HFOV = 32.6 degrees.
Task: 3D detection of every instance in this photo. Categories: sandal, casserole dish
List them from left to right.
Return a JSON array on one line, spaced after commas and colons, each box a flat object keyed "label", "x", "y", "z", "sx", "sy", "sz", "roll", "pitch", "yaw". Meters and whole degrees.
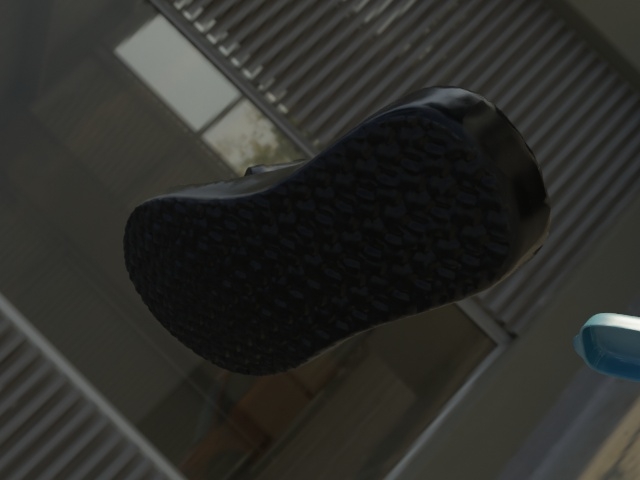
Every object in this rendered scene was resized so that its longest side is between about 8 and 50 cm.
[{"label": "sandal", "x": 0.002, "y": 0.002, "z": 0.813, "sx": 0.107, "sy": 0.168, "sz": 0.445, "roll": -33, "pitch": 11, "yaw": -39}, {"label": "casserole dish", "x": 0.425, "y": 0.141, "z": 1.418, "sx": 0.037, "sy": 0.188, "sz": 0.114, "roll": -60, "pitch": -35, "yaw": -32}]
